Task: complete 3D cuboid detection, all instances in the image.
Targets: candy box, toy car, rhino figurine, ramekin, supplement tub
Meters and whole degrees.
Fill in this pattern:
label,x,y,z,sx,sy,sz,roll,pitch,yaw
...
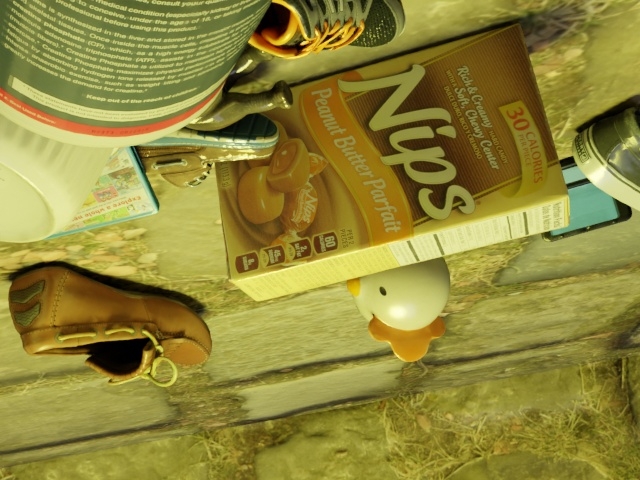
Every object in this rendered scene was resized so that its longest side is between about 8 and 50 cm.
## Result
label,x,y,z,sx,sy,sz,roll,pitch,yaw
candy box,0.060,-0.070,0.921,0.316,0.183,0.087,-15,160,11
toy car,0.064,0.020,1.086,0.210,0.238,0.219,1,157,-28
rhino figurine,-0.121,-0.156,0.764,0.106,0.073,0.243,-18,157,20
ramekin,-0.260,-0.085,0.726,0.207,0.109,0.207,12,153,6
supplement tub,-0.101,-0.188,0.515,0.191,0.191,0.272,-1,158,-25

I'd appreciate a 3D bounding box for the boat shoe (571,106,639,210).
label,x,y,z,sx,sy,sz,roll,pitch,yaw
boat shoe,0.444,-0.088,1.181,0.306,0.113,0.105,23,138,-31

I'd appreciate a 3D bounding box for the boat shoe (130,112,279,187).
label,x,y,z,sx,sy,sz,roll,pitch,yaw
boat shoe,-0.127,-0.088,0.897,0.183,0.066,0.066,5,125,10

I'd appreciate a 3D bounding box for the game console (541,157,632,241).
label,x,y,z,sx,sy,sz,roll,pitch,yaw
game console,0.336,-0.058,1.256,0.122,0.071,0.107,-17,159,16

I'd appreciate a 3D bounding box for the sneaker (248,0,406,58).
label,x,y,z,sx,sy,sz,roll,pitch,yaw
sneaker,-0.016,-0.177,0.746,0.214,0.083,0.084,5,153,-40

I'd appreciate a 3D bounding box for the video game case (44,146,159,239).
label,x,y,z,sx,sy,sz,roll,pitch,yaw
video game case,-0.228,-0.081,0.860,0.119,0.015,0.166,-13,125,8

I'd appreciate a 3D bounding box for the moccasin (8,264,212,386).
label,x,y,z,sx,sy,sz,roll,pitch,yaw
moccasin,-0.280,0.143,1.373,0.139,0.147,0.380,-17,159,17
